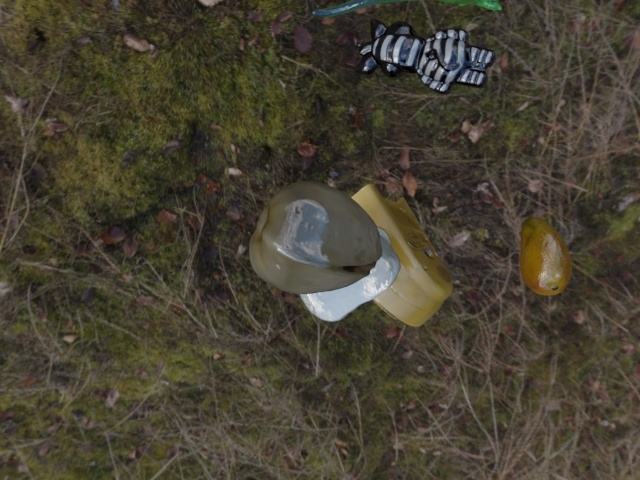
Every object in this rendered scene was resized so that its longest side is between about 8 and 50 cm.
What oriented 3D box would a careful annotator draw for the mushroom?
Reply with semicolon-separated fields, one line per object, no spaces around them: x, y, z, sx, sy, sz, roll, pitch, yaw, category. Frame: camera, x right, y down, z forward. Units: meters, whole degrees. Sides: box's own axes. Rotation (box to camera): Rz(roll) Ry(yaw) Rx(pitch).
0.069;0.038;0.726;0.159;0.328;0.122;-1;98;16;mushroom

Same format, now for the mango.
0.472;0.034;0.893;0.089;0.115;0.165;-5;97;-1;mango

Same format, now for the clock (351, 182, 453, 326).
0.179;0.045;1.022;0.200;0.317;0.244;-47;150;24;clock

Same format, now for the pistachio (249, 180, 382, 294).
0.000;0.000;0.398;0.149;0.113;0.113;8;115;-43;pistachio

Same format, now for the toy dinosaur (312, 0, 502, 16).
0.183;-0.452;0.721;0.498;0.374;0.144;-8;108;18;toy dinosaur

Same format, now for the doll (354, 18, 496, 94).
0.154;-0.283;0.651;0.067;0.219;0.091;-18;128;-57;doll
